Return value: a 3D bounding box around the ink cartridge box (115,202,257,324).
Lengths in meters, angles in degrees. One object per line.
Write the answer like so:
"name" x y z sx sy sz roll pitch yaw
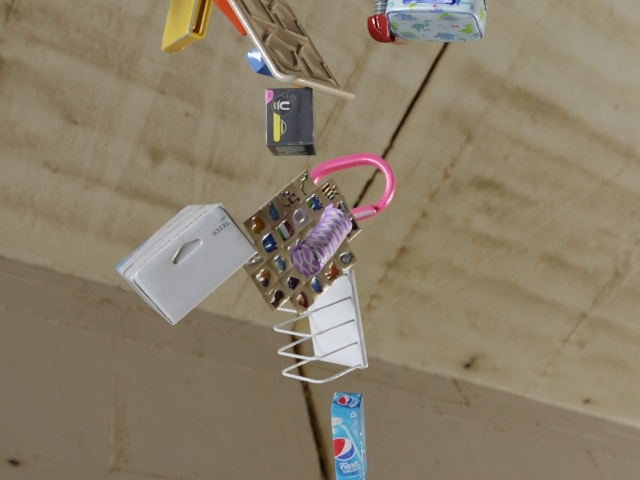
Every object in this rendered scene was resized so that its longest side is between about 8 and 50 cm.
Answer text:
"ink cartridge box" -0.286 0.040 1.567 0.129 0.223 0.307 52 165 -14

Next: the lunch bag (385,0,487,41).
"lunch bag" 0.267 -0.525 1.737 0.219 0.090 0.176 7 175 22

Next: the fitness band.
"fitness band" 0.089 -0.160 2.346 0.054 0.291 0.208 45 -143 -63

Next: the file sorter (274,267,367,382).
"file sorter" -0.017 0.226 2.049 0.173 0.277 0.193 -18 -166 -40

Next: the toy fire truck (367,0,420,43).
"toy fire truck" 0.145 -0.613 1.948 0.246 0.217 0.159 8 -168 43

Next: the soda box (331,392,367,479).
"soda box" 0.067 0.457 1.745 0.067 0.210 0.071 -1 -158 10

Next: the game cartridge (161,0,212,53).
"game cartridge" -0.334 -0.644 1.971 0.053 0.285 0.324 12 -179 -23

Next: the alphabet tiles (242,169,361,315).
"alphabet tiles" -0.044 0.005 1.882 0.011 0.342 0.285 3 129 53

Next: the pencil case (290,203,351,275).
"pencil case" 0.000 0.000 1.803 0.088 0.086 0.206 53 -142 -11

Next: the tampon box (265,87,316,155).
"tampon box" -0.063 -0.252 1.635 0.102 0.120 0.161 -1 177 2

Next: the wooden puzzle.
"wooden puzzle" -0.102 -0.442 1.681 0.347 0.080 0.322 55 -158 13
